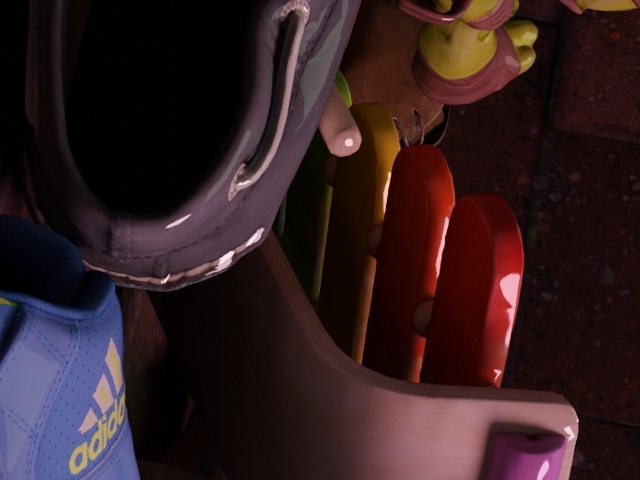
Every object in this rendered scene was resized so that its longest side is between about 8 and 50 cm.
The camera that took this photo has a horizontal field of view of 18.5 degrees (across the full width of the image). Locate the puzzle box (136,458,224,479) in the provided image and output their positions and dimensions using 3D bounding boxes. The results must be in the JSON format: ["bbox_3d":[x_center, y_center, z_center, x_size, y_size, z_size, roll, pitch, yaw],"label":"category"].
[{"bbox_3d":[-0.042,0.248,0.882,0.409,0.052,0.272,36,64,-67],"label":"puzzle box"}]

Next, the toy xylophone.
[{"bbox_3d":[0.000,0.000,0.758,0.322,0.081,0.236,-114,-154,-43],"label":"toy xylophone"}]

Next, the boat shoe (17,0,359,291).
[{"bbox_3d":[-0.017,-0.140,0.584,0.099,0.116,0.319,98,8,-88],"label":"boat shoe"}]

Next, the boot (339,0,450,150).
[{"bbox_3d":[0.041,-0.087,1.576,0.112,0.115,0.305,99,5,-51],"label":"boot"}]

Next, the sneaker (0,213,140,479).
[{"bbox_3d":[-0.071,0.065,0.520,0.240,0.091,0.126,75,25,-79],"label":"sneaker"}]

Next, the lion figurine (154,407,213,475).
[{"bbox_3d":[-0.010,0.162,1.197,0.240,0.142,0.392,-57,170,-41],"label":"lion figurine"}]

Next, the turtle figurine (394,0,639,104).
[{"bbox_3d":[0.054,-0.117,0.741,0.087,0.269,0.217,-61,175,-13],"label":"turtle figurine"}]
